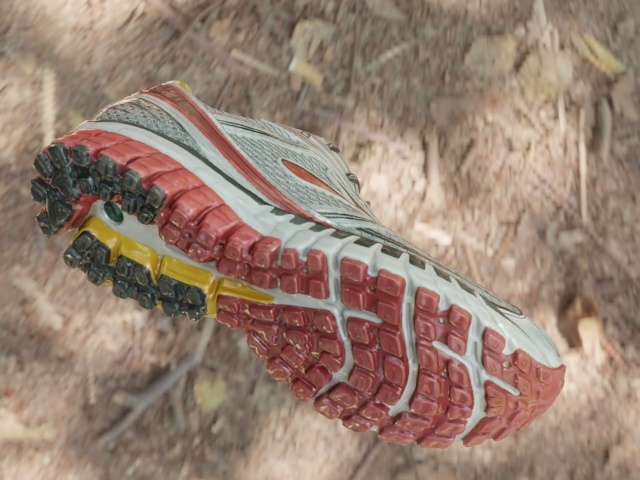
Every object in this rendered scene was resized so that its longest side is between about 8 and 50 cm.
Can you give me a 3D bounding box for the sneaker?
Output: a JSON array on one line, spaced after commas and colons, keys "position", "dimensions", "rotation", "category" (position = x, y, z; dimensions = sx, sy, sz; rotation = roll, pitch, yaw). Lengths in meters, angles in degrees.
[{"position": [0.000, 0.000, 0.725], "dimensions": [0.225, 0.092, 0.088], "rotation": [31, 135, 10], "category": "sneaker"}]
